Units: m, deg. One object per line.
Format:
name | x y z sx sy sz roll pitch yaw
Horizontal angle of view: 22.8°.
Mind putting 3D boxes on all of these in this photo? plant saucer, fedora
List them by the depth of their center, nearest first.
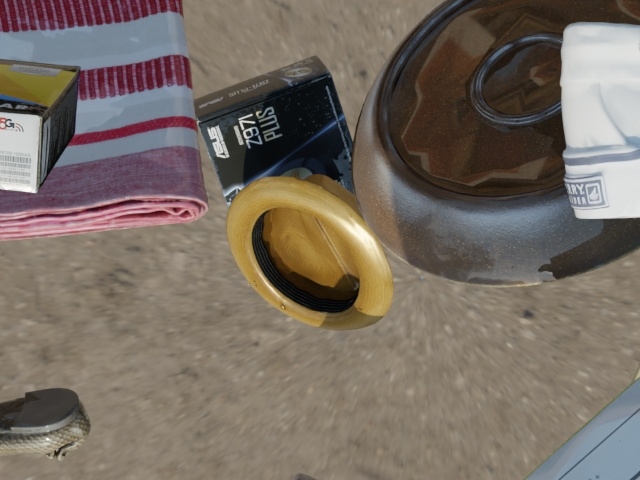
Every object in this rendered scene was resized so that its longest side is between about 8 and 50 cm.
plant saucer | 0.158 -0.106 1.162 0.310 0.050 0.311 -15 47 17
fedora | 0.000 0.000 1.565 0.194 0.194 0.079 30 49 4

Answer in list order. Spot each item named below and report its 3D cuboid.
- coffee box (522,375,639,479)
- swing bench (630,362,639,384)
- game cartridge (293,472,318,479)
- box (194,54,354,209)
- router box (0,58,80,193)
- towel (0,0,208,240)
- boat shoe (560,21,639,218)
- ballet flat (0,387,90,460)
coffee box | 0.339 0.238 0.911 0.338 0.338 0.334 -41 48 -4
swing bench | 0.413 0.137 1.367 0.254 0.165 0.253 13 108 -24
game cartridge | 0.098 0.384 1.492 0.355 0.068 0.230 21 99 -6
box | -0.038 -0.082 1.662 0.147 0.077 0.180 -19 113 -3
router box | -0.229 -0.071 0.863 0.178 0.133 0.046 6 107 -2
towel | -0.224 -0.137 1.285 0.237 0.037 0.329 -6 52 -6
boat shoe | 0.215 -0.064 0.596 0.258 0.095 0.084 -9 94 -13
ballet flat | -0.326 0.178 1.479 0.249 0.084 0.058 -5 127 19
